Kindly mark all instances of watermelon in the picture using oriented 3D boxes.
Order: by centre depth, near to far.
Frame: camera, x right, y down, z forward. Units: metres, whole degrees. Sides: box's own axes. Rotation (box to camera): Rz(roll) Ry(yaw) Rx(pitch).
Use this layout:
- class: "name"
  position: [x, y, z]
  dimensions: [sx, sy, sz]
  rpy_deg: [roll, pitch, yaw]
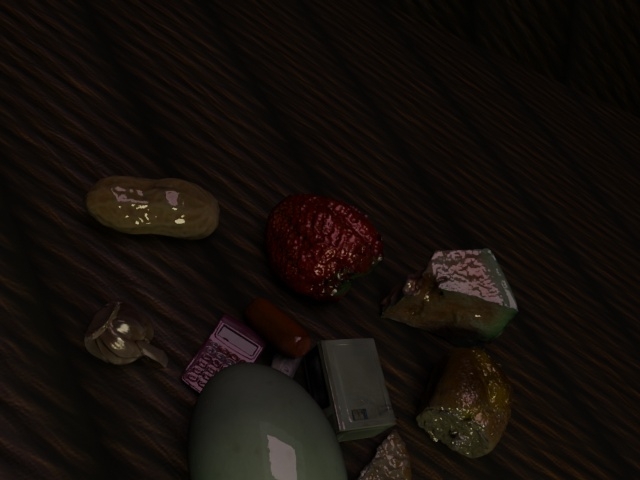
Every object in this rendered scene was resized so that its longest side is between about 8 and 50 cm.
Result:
- class: "watermelon"
  position: [0.341, 0.136, 1.469]
  dimensions: [0.302, 0.264, 0.151]
  rpy_deg: [22, 50, -8]

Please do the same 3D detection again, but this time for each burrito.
- class: "burrito"
  position: [-0.085, 0.289, 1.281]
  dimensions: [0.064, 0.064, 0.203]
  rpy_deg: [30, 48, -5]

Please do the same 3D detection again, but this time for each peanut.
- class: "peanut"
  position: [-0.392, -0.082, 1.330]
  dimensions: [0.313, 0.152, 0.152]
  rpy_deg: [7, 55, -20]

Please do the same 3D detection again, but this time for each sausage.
- class: "sausage"
  position: [-0.103, 0.197, 1.290]
  dimensions: [0.076, 0.076, 0.197]
  rpy_deg: [-23, 42, -36]

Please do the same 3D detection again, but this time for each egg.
- class: "egg"
  position: [-0.100, 0.412, 1.045]
  dimensions: [0.276, 0.276, 0.388]
  rpy_deg: [-11, 62, -32]

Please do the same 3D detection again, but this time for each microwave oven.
- class: "microwave oven"
  position: [0.058, 0.340, 1.271]
  dimensions: [0.163, 0.129, 0.205]
  rpy_deg: [4, 57, -27]

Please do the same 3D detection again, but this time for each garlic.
- class: "garlic"
  position: [-0.393, 0.199, 1.167]
  dimensions: [0.194, 0.127, 0.131]
  rpy_deg: [36, 64, -34]

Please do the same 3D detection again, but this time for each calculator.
- class: "calculator"
  position: [-0.212, 0.266, 1.252]
  dimensions: [0.127, 0.034, 0.190]
  rpy_deg: [34, 55, -3]

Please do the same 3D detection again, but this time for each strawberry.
- class: "strawberry"
  position: [0.000, 0.000, 1.402]
  dimensions: [0.288, 0.238, 0.250]
  rpy_deg: [48, 48, 5]

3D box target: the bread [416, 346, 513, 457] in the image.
- class: "bread"
  position: [0.360, 0.389, 1.356]
  dimensions: [0.196, 0.176, 0.246]
  rpy_deg: [34, 50, 1]

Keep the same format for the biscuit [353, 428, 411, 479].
- class: "biscuit"
  position: [0.123, 0.557, 1.212]
  dimensions: [0.141, 0.038, 0.290]
  rpy_deg: [46, 52, 7]
